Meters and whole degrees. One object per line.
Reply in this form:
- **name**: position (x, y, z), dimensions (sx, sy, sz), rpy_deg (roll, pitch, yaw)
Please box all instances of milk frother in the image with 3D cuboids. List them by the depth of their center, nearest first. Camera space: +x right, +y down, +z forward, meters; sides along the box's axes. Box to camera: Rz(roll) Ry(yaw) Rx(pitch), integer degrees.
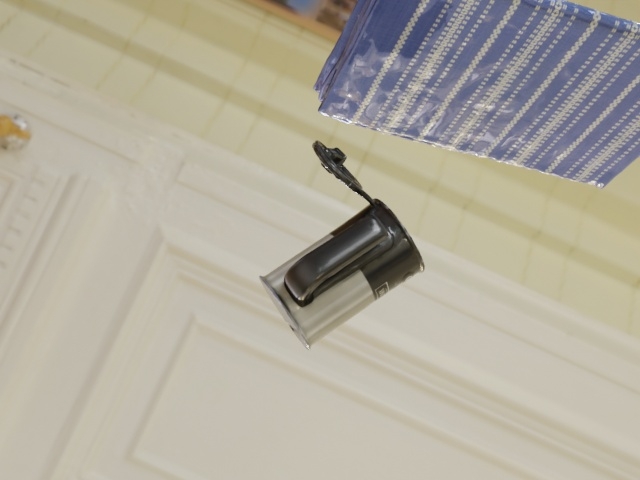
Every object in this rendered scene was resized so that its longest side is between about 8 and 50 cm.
- **milk frother**: position (0.000, 0.000, 0.961), dimensions (0.134, 0.143, 0.129), rpy_deg (-34, 147, -9)

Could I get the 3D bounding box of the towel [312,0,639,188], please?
- **towel**: position (0.179, -0.155, 0.985), dimensions (0.243, 0.336, 0.040), rpy_deg (123, -22, -59)
